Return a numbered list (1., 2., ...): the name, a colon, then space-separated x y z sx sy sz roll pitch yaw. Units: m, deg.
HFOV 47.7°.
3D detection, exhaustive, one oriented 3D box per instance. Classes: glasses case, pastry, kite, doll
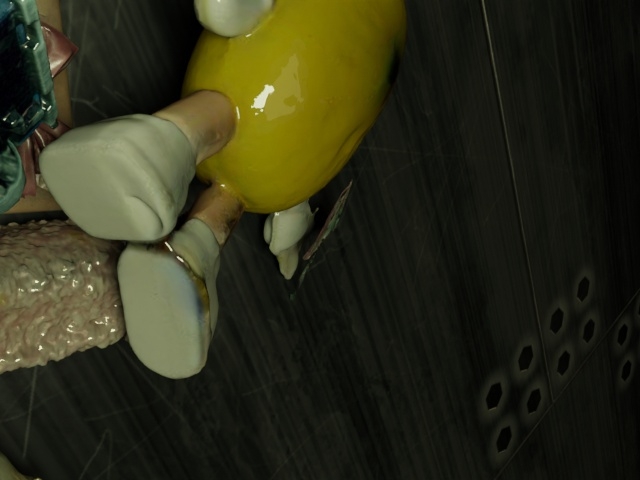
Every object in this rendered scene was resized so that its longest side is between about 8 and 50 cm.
1. glasses case: -0.227 -0.108 0.525 0.103 0.070 0.193 -14 109 -41
2. pastry: -0.226 0.042 0.539 0.265 0.103 0.112 0 117 -51
3. kite: 0.000 0.000 0.775 0.156 0.011 0.139 -64 172 22
4. doll: -0.047 -0.087 0.618 0.423 0.161 0.348 -31 138 -63

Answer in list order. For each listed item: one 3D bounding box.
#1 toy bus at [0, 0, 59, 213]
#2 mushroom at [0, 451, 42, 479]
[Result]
1. toy bus: -0.298 -0.030 0.363 0.190 0.152 0.312 34 68 -3
2. mushroom: -0.311 0.161 0.493 0.278 0.099 0.096 29 84 -48
